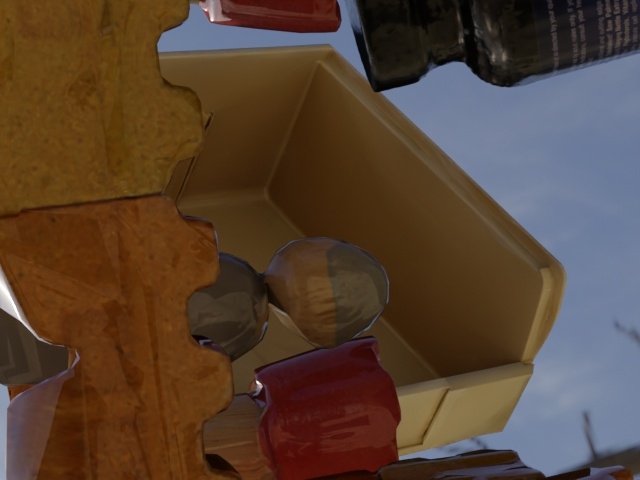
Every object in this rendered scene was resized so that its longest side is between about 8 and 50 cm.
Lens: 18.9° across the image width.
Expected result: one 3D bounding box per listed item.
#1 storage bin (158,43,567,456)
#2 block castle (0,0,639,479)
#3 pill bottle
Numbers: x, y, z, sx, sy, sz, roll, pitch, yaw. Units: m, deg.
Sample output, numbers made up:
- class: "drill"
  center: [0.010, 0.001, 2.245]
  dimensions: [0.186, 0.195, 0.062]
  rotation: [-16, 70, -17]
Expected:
- class: "storage bin"
  center: [-0.035, 0.010, 1.121]
  dimensions: [0.262, 0.260, 0.123]
  rotation: [-7, -48, -43]
- class: "block castle"
  center: [0.000, 0.000, 0.597]
  dimensions: [0.212, 0.453, 0.303]
  rotation: [-7, -85, -9]
- class: "pill bottle"
  center: [0.118, -0.141, 0.890]
  dimensions: [0.219, 0.123, 0.123]
  rotation: [-15, -44, -1]
